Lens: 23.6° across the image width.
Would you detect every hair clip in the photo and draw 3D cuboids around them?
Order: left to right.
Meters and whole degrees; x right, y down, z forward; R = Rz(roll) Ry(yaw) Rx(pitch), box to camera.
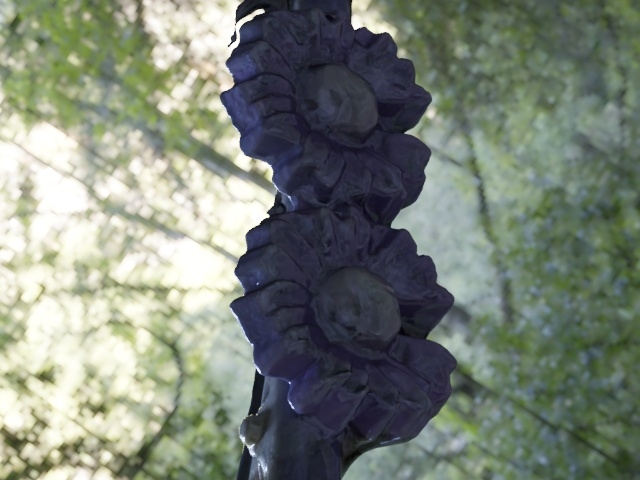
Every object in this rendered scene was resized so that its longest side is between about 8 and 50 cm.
[{"bbox_3d":[0.000,0.000,0.628,0.084,0.106,0.292,-36,44,49],"label":"hair clip"}]
